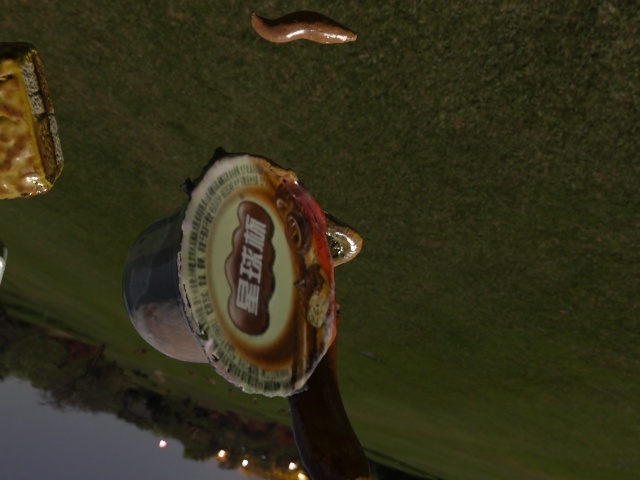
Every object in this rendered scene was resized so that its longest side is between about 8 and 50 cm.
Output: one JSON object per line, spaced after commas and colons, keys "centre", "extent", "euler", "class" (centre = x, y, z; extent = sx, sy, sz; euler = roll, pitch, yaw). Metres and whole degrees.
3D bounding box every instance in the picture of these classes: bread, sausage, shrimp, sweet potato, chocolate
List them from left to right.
{"centre": [-0.456, -0.181, 0.877], "extent": [0.096, 0.222, 0.181], "euler": [-8, -160, -10], "class": "bread"}
{"centre": [-0.088, 0.034, 0.515], "extent": [0.147, 0.221, 0.221], "euler": [-11, 145, 38], "class": "chocolate"}
{"centre": [-0.031, -0.398, 1.093], "extent": [0.202, 0.058, 0.055], "euler": [0, 143, -9], "class": "sweet potato"}
{"centre": [0.000, 0.000, 0.773], "extent": [0.114, 0.083, 0.023], "euler": [36, -159, -31], "class": "shrimp"}
{"centre": [0.001, 0.211, 0.821], "extent": [0.103, 0.302, 0.076], "euler": [-33, 140, 33], "class": "sausage"}

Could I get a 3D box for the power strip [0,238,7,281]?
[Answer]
{"centre": [-0.421, 0.088, 0.622], "extent": [0.118, 0.270, 0.046], "euler": [12, -149, -32], "class": "power strip"}
